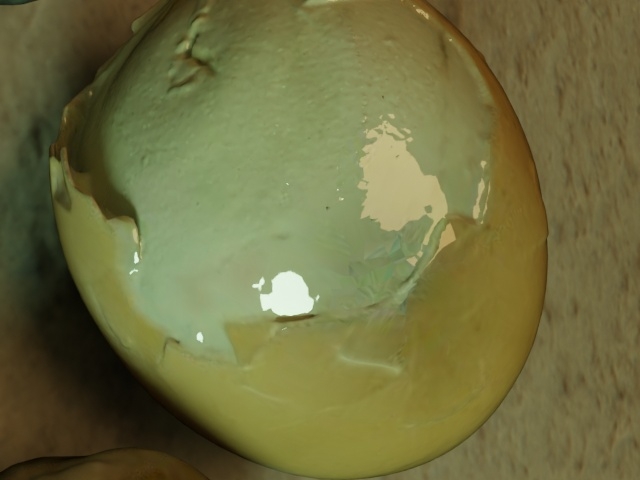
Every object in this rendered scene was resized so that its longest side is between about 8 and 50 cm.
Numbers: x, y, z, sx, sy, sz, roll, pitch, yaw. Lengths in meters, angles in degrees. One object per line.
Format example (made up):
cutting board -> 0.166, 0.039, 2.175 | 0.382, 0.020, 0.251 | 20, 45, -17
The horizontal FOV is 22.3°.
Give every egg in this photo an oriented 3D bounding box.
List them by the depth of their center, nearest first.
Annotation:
egg -> 0.000, 0.000, 0.703 | 0.244, 0.201, 0.201 | 59, 41, -38

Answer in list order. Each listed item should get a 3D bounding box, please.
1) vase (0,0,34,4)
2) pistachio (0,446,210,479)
vase -> -0.153, -0.155, 0.570 | 0.237, 0.115, 0.115 | 36, 50, -71
pistachio -> -0.077, 0.146, 0.645 | 0.185, 0.108, 0.126 | 29, 82, -53
